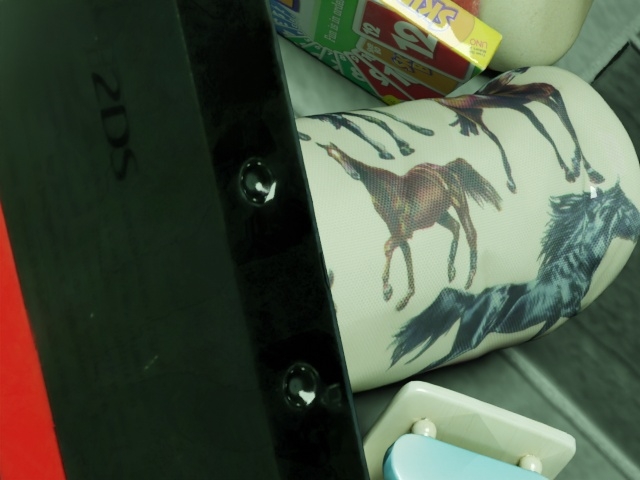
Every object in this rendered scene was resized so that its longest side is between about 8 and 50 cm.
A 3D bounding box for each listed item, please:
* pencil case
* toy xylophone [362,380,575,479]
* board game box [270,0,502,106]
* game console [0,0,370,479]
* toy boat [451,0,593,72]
[{"bbox_3d":[0.000,0.000,1.004,0.410,0.160,0.183,-13,38,-39],"label":"pencil case"},{"bbox_3d":[0.045,0.226,0.930,0.236,0.081,0.322,13,52,-25],"label":"toy xylophone"},{"bbox_3d":[-0.019,-0.172,1.139,0.259,0.124,0.039,35,70,-9],"label":"board game box"},{"bbox_3d":[-0.133,0.051,0.738,0.342,0.060,0.386,-17,98,-37],"label":"game console"},{"bbox_3d":[0.127,-0.226,1.287,0.151,0.151,0.231,15,44,15],"label":"toy boat"}]
